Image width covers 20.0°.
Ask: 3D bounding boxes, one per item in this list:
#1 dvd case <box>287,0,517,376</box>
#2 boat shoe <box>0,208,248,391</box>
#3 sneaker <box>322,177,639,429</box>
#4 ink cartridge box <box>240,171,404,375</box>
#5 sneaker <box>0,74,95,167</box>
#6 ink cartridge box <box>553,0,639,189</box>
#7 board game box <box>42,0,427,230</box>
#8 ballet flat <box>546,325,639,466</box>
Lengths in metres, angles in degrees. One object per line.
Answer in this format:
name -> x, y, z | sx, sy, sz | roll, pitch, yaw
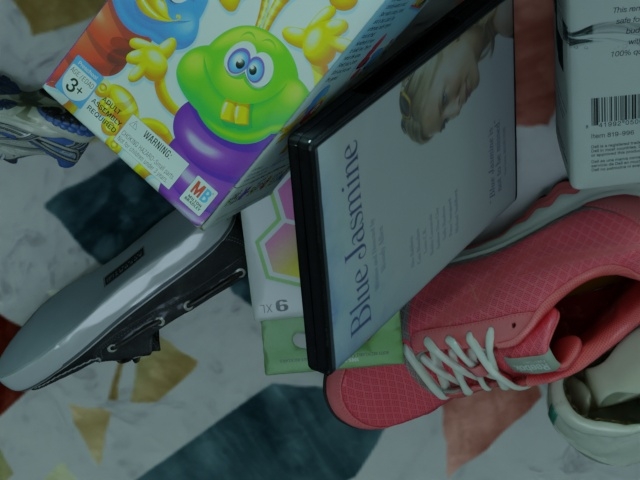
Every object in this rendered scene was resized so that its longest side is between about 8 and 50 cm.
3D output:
dvd case -> 0.063, -0.047, 1.231 | 0.022, 0.253, 0.180 | 18, 130, 30
boat shoe -> -0.141, 0.054, 1.370 | 0.228, 0.080, 0.076 | -38, 116, 11
sneaker -> 0.130, 0.061, 1.349 | 0.314, 0.136, 0.116 | -33, 118, 17
ink cartridge box -> 0.000, 0.000, 1.304 | 0.109, 0.062, 0.209 | -6, 101, 0
sneaker -> -0.227, -0.082, 1.288 | 0.135, 0.052, 0.058 | 17, 125, -13
ink cartridge box -> 0.238, -0.150, 1.247 | 0.153, 0.087, 0.208 | -5, 124, 1
board game box -> -0.023, -0.163, 1.151 | 0.142, 0.144, 0.275 | 42, 108, 5
ballet flat -> 0.349, 0.062, 1.349 | 0.400, 0.139, 0.139 | -25, 121, 16
